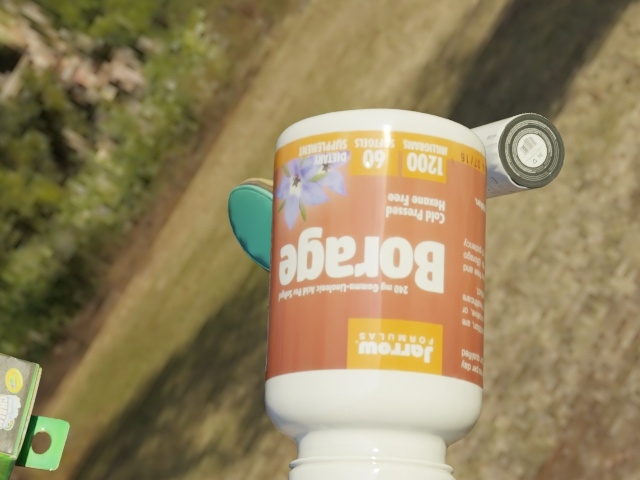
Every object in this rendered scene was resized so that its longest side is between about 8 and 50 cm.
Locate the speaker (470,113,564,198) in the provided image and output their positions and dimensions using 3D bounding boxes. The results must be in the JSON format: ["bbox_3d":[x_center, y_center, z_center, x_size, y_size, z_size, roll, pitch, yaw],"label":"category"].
[{"bbox_3d":[0.122,-0.057,1.407,0.055,0.055,0.136,-59,17,-16],"label":"speaker"}]

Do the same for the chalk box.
[{"bbox_3d":[-0.392,0.208,2.147,0.132,0.213,0.132,119,166,-49],"label":"chalk box"}]

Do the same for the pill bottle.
[{"bbox_3d":[0.031,0.045,1.060,0.121,0.121,0.216,131,142,-72],"label":"pill bottle"}]

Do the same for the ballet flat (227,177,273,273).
[{"bbox_3d":[0.000,0.000,1.526,0.232,0.073,0.080,-149,56,-60],"label":"ballet flat"}]
